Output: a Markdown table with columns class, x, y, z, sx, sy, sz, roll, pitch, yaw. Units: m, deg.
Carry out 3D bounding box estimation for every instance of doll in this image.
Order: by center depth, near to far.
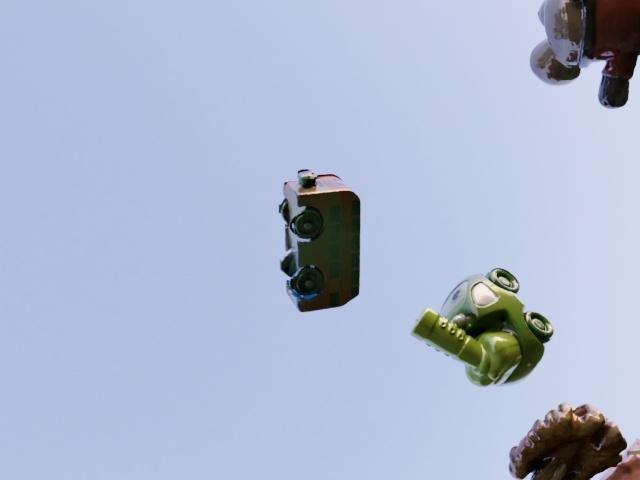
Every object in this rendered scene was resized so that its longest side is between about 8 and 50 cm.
| class | x | y | z | sx | sy | sz | roll | pitch | yaw |
| --- | --- | --- | --- | --- | --- | --- | --- | --- | --- |
| doll | 0.458 | -0.317 | 1.126 | 0.174 | 0.330 | 0.234 | 48 | -130 | -60 |

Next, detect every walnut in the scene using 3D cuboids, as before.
| class | x | y | z | sx | sy | sz | roll | pitch | yaw |
| --- | --- | --- | --- | --- | --- | --- | --- | --- | --- |
| walnut | 0.355 | 0.298 | 1.172 | 0.143 | 0.069 | 0.170 | 33 | -59 | -13 |

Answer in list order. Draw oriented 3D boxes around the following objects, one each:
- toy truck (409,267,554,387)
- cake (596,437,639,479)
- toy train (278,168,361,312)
| class | x | y | z | sx | sy | sz | roll | pitch | yaw |
| --- | --- | --- | --- | --- | --- | --- | --- | --- | --- |
| toy truck | 0.261 | 0.156 | 1.298 | 0.211 | 0.187 | 0.148 | -25 | -27 | -51 |
| cake | 0.506 | 0.508 | 1.218 | 0.307 | 0.314 | 0.293 | -46 | -27 | -4 |
| toy train | 0.000 | 0.000 | 1.039 | 0.099 | 0.072 | 0.188 | -5 | -68 | -14 |
